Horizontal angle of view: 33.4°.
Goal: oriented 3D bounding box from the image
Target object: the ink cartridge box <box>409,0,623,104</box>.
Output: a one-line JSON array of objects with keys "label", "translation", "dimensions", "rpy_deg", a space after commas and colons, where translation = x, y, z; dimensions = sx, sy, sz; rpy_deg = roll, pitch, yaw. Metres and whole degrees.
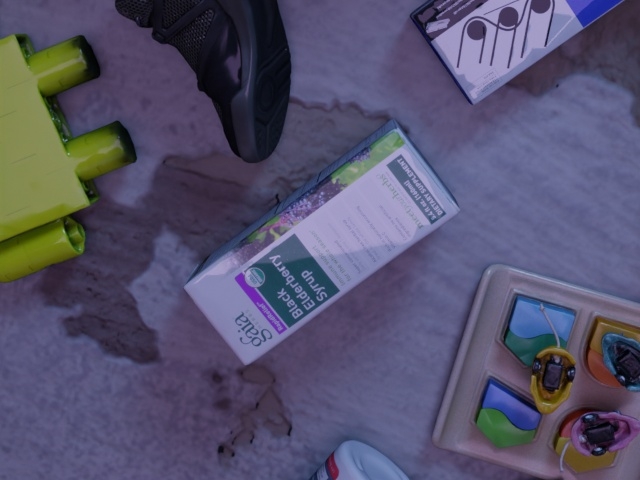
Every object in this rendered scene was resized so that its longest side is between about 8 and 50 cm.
[{"label": "ink cartridge box", "translation": [0.189, -0.217, 0.924], "dimensions": [0.207, 0.046, 0.097], "rpy_deg": [-34, 100, 9]}]

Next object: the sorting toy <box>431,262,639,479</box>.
[{"label": "sorting toy", "translation": [0.228, 0.138, 1.004], "dimensions": [0.208, 0.038, 0.193], "rpy_deg": [15, 103, -1]}]

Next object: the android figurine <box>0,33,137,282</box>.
[{"label": "android figurine", "translation": [-0.315, -0.080, 0.977], "dimensions": [0.273, 0.056, 0.248], "rpy_deg": [-23, 101, 7]}]

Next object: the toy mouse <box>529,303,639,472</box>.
[{"label": "toy mouse", "translation": [0.261, 0.138, 0.968], "dimensions": [0.143, 0.031, 0.161], "rpy_deg": [5, 102, 6]}]

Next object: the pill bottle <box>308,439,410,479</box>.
[{"label": "pill bottle", "translation": [0.006, 0.289, 1.015], "dimensions": [0.108, 0.108, 0.180], "rpy_deg": [39, 102, -6]}]

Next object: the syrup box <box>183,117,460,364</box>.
[{"label": "syrup box", "translation": [0.000, 0.000, 0.957], "dimensions": [0.237, 0.096, 0.093], "rpy_deg": [-36, 99, 9]}]

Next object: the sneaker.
[{"label": "sneaker", "translation": [-0.102, -0.178, 0.935], "dimensions": [0.130, 0.087, 0.227], "rpy_deg": [4, 123, 27]}]
